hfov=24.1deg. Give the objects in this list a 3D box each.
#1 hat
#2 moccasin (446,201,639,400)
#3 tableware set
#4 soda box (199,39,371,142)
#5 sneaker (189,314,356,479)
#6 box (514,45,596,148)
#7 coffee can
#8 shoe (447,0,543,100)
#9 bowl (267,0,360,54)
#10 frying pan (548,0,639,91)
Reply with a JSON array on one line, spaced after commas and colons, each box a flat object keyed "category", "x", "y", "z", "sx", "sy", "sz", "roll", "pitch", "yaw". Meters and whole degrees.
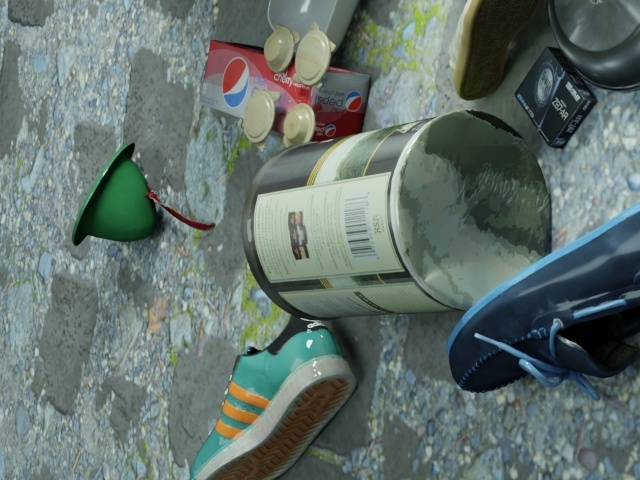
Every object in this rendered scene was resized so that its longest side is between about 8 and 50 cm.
[{"category": "hat", "x": -0.245, "y": -0.026, "z": 2.188, "sx": 0.173, "sy": 0.183, "sz": 0.208, "roll": -62, "pitch": -1, "yaw": 20}, {"category": "moccasin", "x": 0.240, "y": 0.075, "z": 1.383, "sx": 0.342, "sy": 0.138, "sz": 0.117, "roll": -43, "pitch": 58, "yaw": 46}, {"category": "tableware set", "x": -0.038, "y": -0.180, "z": 1.763, "sx": 0.141, "sy": 0.020, "sz": 0.169, "roll": 29, "pitch": 109, "yaw": 50}, {"category": "soda box", "x": -0.050, "y": -0.186, "z": 1.871, "sx": 0.263, "sy": 0.083, "sz": 0.092, "roll": 24, "pitch": 106, "yaw": 54}, {"category": "sneaker", "x": -0.071, "y": 0.205, "z": 1.849, "sx": 0.302, "sy": 0.108, "sz": 0.121, "roll": -47, "pitch": 49, "yaw": 32}, {"category": "box", "x": 0.236, "y": -0.144, "z": 1.511, "sx": 0.067, "sy": 0.018, "sz": 0.083, "roll": -58, "pitch": 43, "yaw": 35}, {"category": "coffee can", "x": 0.074, "y": -0.019, "z": 1.572, "sx": 0.275, "sy": 0.201, "sz": 0.201, "roll": -7, "pitch": 81, "yaw": 54}, {"category": "shoe", "x": 0.170, "y": -0.228, "z": 1.523, "sx": 0.219, "sy": 0.076, "sz": 0.058, "roll": 109, "pitch": 149, "yaw": -56}, {"category": "bowl", "x": 0.000, "y": -0.301, "z": 1.838, "sx": 0.142, "sy": 0.053, "sz": 0.142, "roll": 48, "pitch": 125, "yaw": 45}, {"category": "frying pan", "x": 0.261, "y": -0.288, "z": 1.472, "sx": 0.197, "sy": 0.053, "sz": 0.326, "roll": -57, "pitch": 47, "yaw": 34}]
